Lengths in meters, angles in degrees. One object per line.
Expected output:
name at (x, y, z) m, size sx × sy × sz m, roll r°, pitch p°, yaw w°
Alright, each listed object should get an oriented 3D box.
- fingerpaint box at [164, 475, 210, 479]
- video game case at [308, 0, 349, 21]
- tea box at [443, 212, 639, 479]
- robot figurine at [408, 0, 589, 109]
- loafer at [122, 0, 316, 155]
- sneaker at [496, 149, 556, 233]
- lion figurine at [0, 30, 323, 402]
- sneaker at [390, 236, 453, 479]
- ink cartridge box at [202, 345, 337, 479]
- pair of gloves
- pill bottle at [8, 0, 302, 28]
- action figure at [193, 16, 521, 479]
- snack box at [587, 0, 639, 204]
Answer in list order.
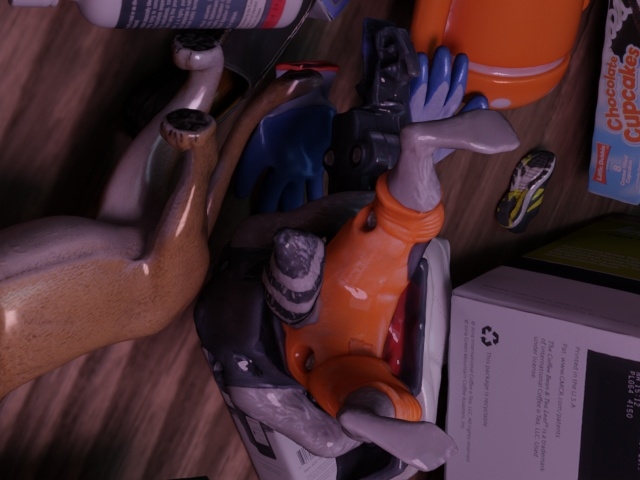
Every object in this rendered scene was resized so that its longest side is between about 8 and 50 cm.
fingerpaint box at (-0.237, 0.387, 0.896) m, size 0.371 × 0.163 × 0.445 m, roll 3°, pitch 115°, yaw -43°
video game case at (0.013, -0.338, 1.029) m, size 0.269 × 0.061 × 0.244 m, roll -52°, pitch 132°, yaw -17°
tea box at (0.279, 0.178, 1.286) m, size 0.323 × 0.220 × 0.329 m, roll -18°, pitch 115°, yaw -51°
robot figurine at (0.146, -0.196, 1.133) m, size 0.158 × 0.128 × 0.219 m, roll -65°, pitch 166°, yaw -52°
loafer at (-0.060, -0.120, 1.002) m, size 0.170 × 0.061 × 0.062 m, roll -48°, pitch 129°, yaw 3°
sneaker at (0.187, -0.043, 1.307) m, size 0.083 × 0.031 × 0.035 m, roll -56°, pitch 146°, yaw -8°
lion figurine at (-0.169, 0.026, 0.887) m, size 0.392 × 0.142 × 0.240 m, roll -16°, pitch 131°, yaw -33°
sneaker at (0.086, 0.099, 1.231) m, size 0.094 × 0.080 × 0.212 m, roll -11°, pitch 110°, yaw -52°
ink cartridge box at (-0.014, 0.116, 1.148) m, size 0.109 × 0.063 × 0.150 m, roll -38°, pitch 125°, yaw -28°
pair of gloves at (0.033, -0.074, 1.098) m, size 0.198 × 0.023 × 0.159 m, roll -6°, pitch 132°, yaw -20°
pill bottle at (-0.106, -0.187, 0.912) m, size 0.180 × 0.108 × 0.108 m, roll -3°, pitch 107°, yaw -17°
action figure at (0.000, 0.000, 0.934) m, size 0.178 × 0.330 × 0.341 m, roll 4°, pitch 79°, yaw -21°
snack box at (0.323, -0.211, 1.303) m, size 0.187 × 0.060 × 0.322 m, roll -29°, pitch 129°, yaw -45°
